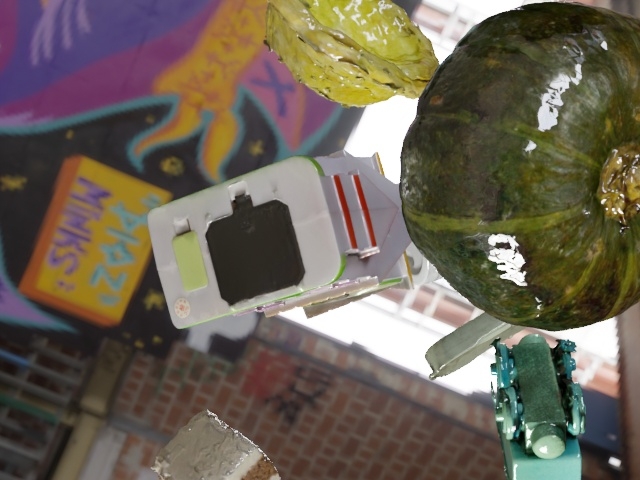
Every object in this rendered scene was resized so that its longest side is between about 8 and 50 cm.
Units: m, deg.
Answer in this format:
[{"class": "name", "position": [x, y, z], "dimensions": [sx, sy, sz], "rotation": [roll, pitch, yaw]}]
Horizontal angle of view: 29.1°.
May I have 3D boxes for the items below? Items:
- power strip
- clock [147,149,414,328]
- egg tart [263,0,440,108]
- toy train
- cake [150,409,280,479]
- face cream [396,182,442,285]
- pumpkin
[{"class": "power strip", "position": [0.277, 0.126, 1.883], "dimensions": [0.286, 0.048, 0.080], "rotation": [-31, 156, -10]}, {"class": "clock", "position": [0.000, 0.000, 1.414], "dimensions": [0.235, 0.166, 0.309], "rotation": [-18, 175, 33]}, {"class": "egg tart", "position": [0.033, -0.312, 1.939], "dimensions": [0.132, 0.345, 0.345], "rotation": [-55, -169, 27]}, {"class": "toy train", "position": [0.280, 0.225, 1.599], "dimensions": [0.203, 0.112, 0.163], "rotation": [-86, 171, -55]}, {"class": "cake", "position": [-0.142, 0.330, 1.702], "dimensions": [0.134, 0.135, 0.147], "rotation": [-49, 142, -12]}, {"class": "face cream", "position": [0.278, -0.060, 1.723], "dimensions": [0.145, 0.369, 0.145], "rotation": [162, -90, -72]}, {"class": "pumpkin", "position": [0.153, -0.049, 0.803], "dimensions": [0.157, 0.223, 0.224], "rotation": [16, -97, 51]}]
